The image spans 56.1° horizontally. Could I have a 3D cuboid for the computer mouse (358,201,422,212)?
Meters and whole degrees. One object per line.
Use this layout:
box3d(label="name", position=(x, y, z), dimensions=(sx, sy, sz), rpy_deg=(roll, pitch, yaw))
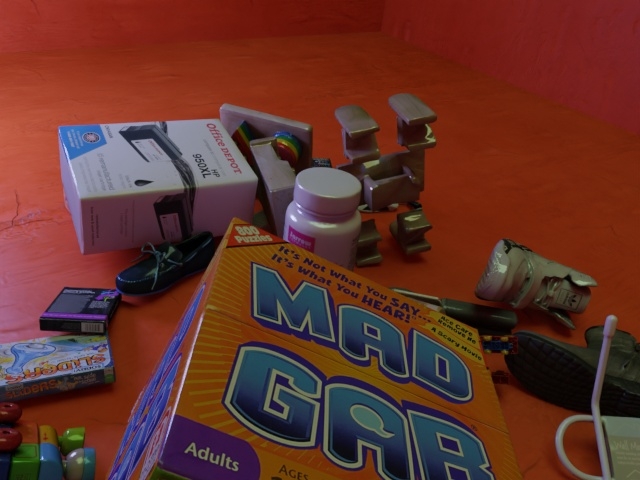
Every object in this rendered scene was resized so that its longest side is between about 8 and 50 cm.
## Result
box3d(label="computer mouse", position=(0.189, -0.114, 1.731), dimensions=(0.193, 0.042, 0.106), rpy_deg=(-5, 35, -20))

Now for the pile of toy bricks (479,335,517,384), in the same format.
box3d(label="pile of toy bricks", position=(0.275, 0.222, 1.180), dimensions=(0.212, 0.118, 0.105), rpy_deg=(0, 0, 17))

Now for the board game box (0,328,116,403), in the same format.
box3d(label="board game box", position=(-0.468, 0.215, 1.042), dimensions=(0.201, 0.035, 0.136), rpy_deg=(-7, 25, -23))

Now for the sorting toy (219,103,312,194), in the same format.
box3d(label="sorting toy", position=(-0.157, -0.214, 1.629), dimensions=(0.257, 0.255, 0.089), rpy_deg=(17, 49, 13))

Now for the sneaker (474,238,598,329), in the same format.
box3d(label="sneaker", position=(0.473, 0.096, 1.301), dimensions=(0.210, 0.137, 0.366), rpy_deg=(27, 13, 24))

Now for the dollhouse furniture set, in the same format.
box3d(label="dollhouse furniture set", position=(0.053, -0.150, 1.458), dimensions=(0.394, 0.362, 0.256), rpy_deg=(-13, 36, -11))

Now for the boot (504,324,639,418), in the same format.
box3d(label="boot", position=(0.535, 0.240, 1.201), dimensions=(0.338, 0.118, 0.223), rpy_deg=(27, 32, 9))

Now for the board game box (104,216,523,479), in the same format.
box3d(label="board game box", position=(-0.035, 0.266, 0.681), dimensions=(0.356, 0.357, 0.356), rpy_deg=(25, 29, -13))

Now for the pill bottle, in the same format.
box3d(label="pill bottle", position=(0.000, 0.000, 1.276), dimensions=(0.160, 0.283, 0.160), rpy_deg=(6, 32, -3))

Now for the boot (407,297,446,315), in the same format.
box3d(label="boot", position=(0.124, 0.228, 1.121), dimensions=(0.206, 0.249, 0.090), rpy_deg=(-4, -26, 41))

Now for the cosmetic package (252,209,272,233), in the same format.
box3d(label="cosmetic package", position=(-0.154, -0.039, 1.533), dimensions=(0.060, 0.041, 0.115), rpy_deg=(28, 37, 29))

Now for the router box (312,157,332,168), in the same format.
box3d(label="router box", position=(-0.025, -0.222, 1.858), dimensions=(0.122, 0.038, 0.092), rpy_deg=(4, 33, -8))

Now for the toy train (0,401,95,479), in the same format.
box3d(label="toy train", position=(-0.422, 0.298, 0.901), dimensions=(0.143, 0.105, 0.248), rpy_deg=(11, 4, -27))

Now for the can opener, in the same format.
box3d(label="can opener", position=(0.275, 0.147, 1.303), dimensions=(0.283, 0.076, 0.095), rpy_deg=(10, 33, 2))

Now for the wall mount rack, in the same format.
box3d(label="wall mount rack", position=(0.577, 0.295, 0.999), dimensions=(0.350, 0.130, 0.304), rpy_deg=(5, 62, -4))

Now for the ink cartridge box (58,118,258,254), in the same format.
box3d(label="ink cartridge box", position=(-0.383, -0.141, 1.416), dimensions=(0.394, 0.166, 0.285), rpy_deg=(-9, 45, -28))

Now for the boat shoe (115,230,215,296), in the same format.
box3d(label="boat shoe", position=(-0.337, 0.038, 1.306), dimensions=(0.109, 0.089, 0.258), rpy_deg=(24, 30, 22))

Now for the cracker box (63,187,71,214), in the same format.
box3d(label="cracker box", position=(-0.508, -0.099, 1.523), dimensions=(0.232, 0.067, 0.155), rpy_deg=(-18, 42, -34))

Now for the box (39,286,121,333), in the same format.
box3d(label="box", position=(-0.459, 0.132, 1.166), dimensions=(0.116, 0.029, 0.162), rpy_deg=(4, 18, -8))
